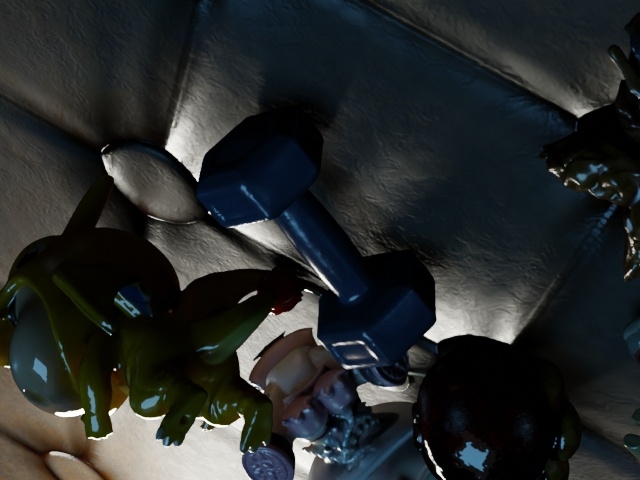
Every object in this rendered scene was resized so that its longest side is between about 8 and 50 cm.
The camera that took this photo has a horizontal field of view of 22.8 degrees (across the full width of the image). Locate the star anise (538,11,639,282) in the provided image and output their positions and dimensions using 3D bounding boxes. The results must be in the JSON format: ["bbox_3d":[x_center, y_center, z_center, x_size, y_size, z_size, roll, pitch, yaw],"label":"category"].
[{"bbox_3d":[0.309,-0.090,1.481,0.237,0.148,0.346,15,153,20],"label":"star anise"}]

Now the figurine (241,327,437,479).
[{"bbox_3d":[0.072,0.283,2.099,0.253,0.211,0.361,-36,111,9],"label":"figurine"}]

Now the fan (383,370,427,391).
[{"bbox_3d":[0.100,0.175,2.116,0.133,0.005,0.085,1,137,39],"label":"fan"}]

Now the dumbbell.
[{"bbox_3d":[0.000,0.000,1.847,0.144,0.160,0.325,-29,118,18],"label":"dumbbell"}]

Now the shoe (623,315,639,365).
[{"bbox_3d":[0.423,0.176,1.750,0.227,0.125,0.099,30,149,1],"label":"shoe"}]

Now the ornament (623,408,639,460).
[{"bbox_3d":[0.499,0.284,1.865,0.230,0.061,0.245,11,161,36],"label":"ornament"}]

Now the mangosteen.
[{"bbox_3d":[0.210,0.218,1.926,0.210,0.210,0.210,21,145,16],"label":"mangosteen"}]

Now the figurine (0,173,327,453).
[{"bbox_3d":[-0.211,0.106,1.985,0.387,0.401,0.268,28,118,39],"label":"figurine"}]
